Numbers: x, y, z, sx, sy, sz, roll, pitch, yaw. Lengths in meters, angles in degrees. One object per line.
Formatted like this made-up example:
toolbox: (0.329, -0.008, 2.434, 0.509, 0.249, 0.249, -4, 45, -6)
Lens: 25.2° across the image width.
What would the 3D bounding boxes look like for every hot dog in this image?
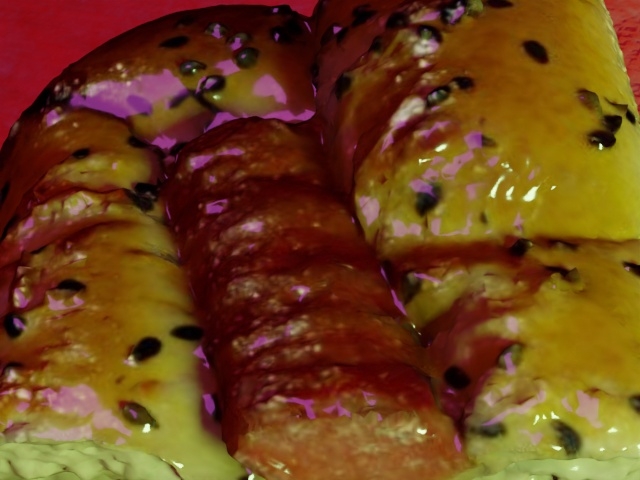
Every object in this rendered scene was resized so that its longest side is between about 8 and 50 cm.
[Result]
hot dog: (0.000, 0.000, 0.724, 0.367, 0.196, 0.365, -8, 42, 11)
